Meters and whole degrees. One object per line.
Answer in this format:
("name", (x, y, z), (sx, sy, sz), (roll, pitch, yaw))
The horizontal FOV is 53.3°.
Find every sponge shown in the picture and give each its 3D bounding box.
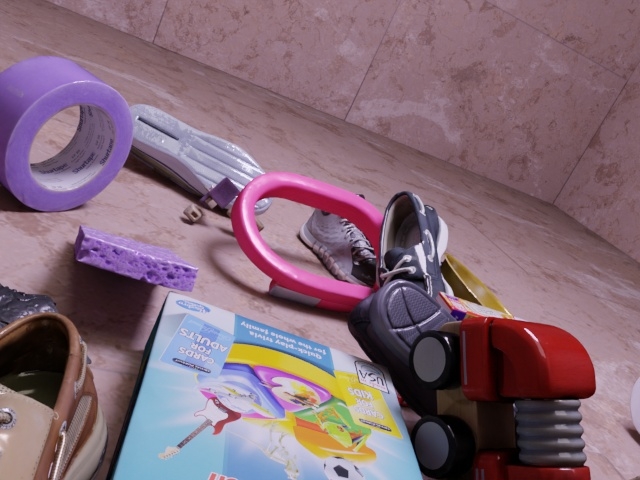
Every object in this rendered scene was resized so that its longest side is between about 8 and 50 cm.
("sponge", (-0.215, 0.017, 0.721), (0.117, 0.031, 0.210), (18, -3, -22))

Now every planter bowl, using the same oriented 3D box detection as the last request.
("planter bowl", (0.239, 0.128, 1.004), (0.217, 0.090, 0.217), (43, 13, -12))

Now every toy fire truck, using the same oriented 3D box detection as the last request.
("toy fire truck", (0.189, 0.169, 0.537), (0.159, 0.216, 0.246), (12, -18, -36))

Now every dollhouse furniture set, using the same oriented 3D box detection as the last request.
("dollhouse furniture set", (-0.161, -0.042, 1.066), (0.114, 0.091, 0.081), (49, -6, -24))

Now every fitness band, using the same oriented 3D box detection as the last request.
("fitness band", (0.000, 0.000, 0.977), (0.291, 0.054, 0.208), (17, 53, -27))

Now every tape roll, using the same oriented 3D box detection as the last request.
("tape roll", (-0.346, -0.138, 0.837), (0.080, 0.189, 0.189), (34, 20, 22))

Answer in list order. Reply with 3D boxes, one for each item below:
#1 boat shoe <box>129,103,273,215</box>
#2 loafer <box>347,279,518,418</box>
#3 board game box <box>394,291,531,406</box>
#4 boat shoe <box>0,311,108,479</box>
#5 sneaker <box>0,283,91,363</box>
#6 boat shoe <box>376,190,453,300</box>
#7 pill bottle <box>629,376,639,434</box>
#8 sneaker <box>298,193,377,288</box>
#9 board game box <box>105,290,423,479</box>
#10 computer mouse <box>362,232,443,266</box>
("boat shoe", (-0.221, -0.138, 1.149), (0.302, 0.109, 0.094), (33, -24, -3))
("loafer", (0.151, 0.173, 0.735), (0.302, 0.095, 0.109), (49, 54, -6))
("board game box", (0.205, 0.161, 0.821), (0.194, 0.146, 0.045), (18, 19, -21))
("boat shoe", (-0.199, 0.132, 0.341), (0.123, 0.119, 0.324), (1, 15, -8))
("sneaker", (-0.287, 0.068, 0.585), (0.170, 0.051, 0.089), (43, 24, 30))
("boat shoe", (0.126, 0.043, 0.937), (0.091, 0.114, 0.302), (44, 29, -24))
("pill bottle", (0.652, 0.289, 1.038), (0.283, 0.160, 0.160), (16, 21, -27))
("sneaker", (0.056, -0.011, 1.111), (0.086, 0.132, 0.229), (5, 27, -47))
("board game box", (-0.040, 0.188, 0.531), (0.254, 0.079, 0.336), (21, 19, -13))
("computer mouse", (0.158, 0.043, 1.219), (0.272, 0.072, 0.188), (34, 14, -15))
